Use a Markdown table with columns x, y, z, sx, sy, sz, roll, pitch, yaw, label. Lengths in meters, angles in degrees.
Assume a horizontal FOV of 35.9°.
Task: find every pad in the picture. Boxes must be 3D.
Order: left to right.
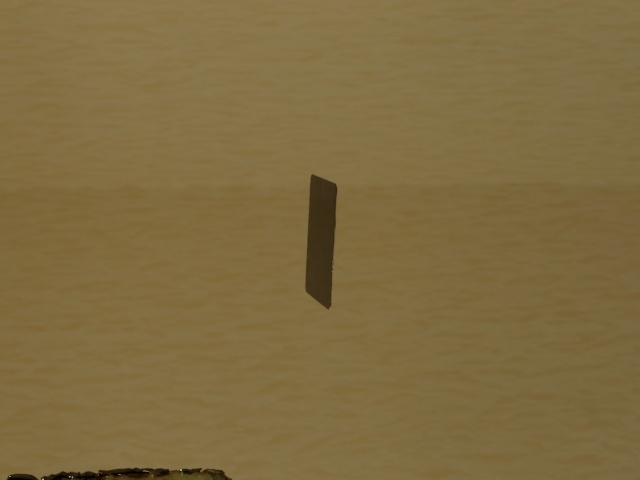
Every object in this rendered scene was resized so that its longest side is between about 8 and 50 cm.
| x | y | z | sx | sy | sz | roll | pitch | yaw | label |
| --- | --- | --- | --- | --- | --- | --- | --- | --- | --- |
| 0.000 | 0.000 | 1.237 | 0.112 | 0.003 | 0.157 | -148 | 60 | -70 | pad |

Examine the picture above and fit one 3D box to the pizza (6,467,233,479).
| x | y | z | sx | sy | sz | roll | pitch | yaw | label |
| --- | --- | --- | --- | --- | --- | --- | --- | --- | --- |
| -0.061 | 0.135 | 0.411 | 0.160 | 0.099 | 0.036 | 44 | -150 | -41 | pizza |
